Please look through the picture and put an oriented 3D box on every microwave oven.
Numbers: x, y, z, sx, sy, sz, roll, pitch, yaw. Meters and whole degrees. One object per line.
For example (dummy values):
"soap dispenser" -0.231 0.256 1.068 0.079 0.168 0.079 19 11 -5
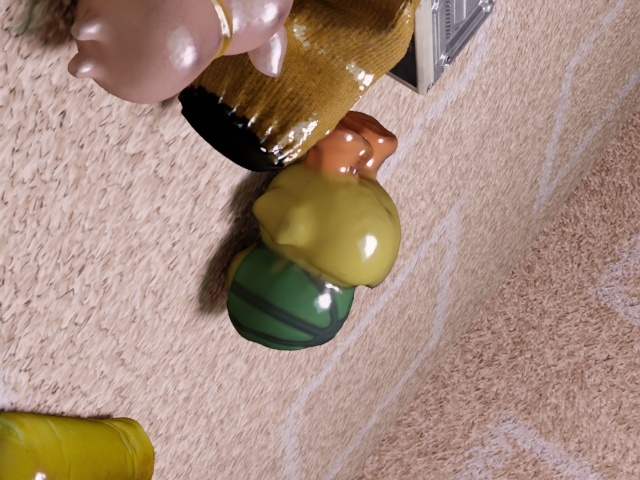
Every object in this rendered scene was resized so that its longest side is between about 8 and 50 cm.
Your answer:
"microwave oven" 0.125 -0.328 1.601 0.194 0.145 0.240 -49 159 -16

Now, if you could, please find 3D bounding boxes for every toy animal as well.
"toy animal" -0.127 -0.212 1.168 0.248 0.149 0.165 -29 162 -35
"toy animal" 0.002 0.003 1.729 0.216 0.191 0.338 -15 135 -64

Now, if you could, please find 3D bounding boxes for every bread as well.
"bread" -0.304 0.289 1.540 0.166 0.112 0.383 -58 162 0

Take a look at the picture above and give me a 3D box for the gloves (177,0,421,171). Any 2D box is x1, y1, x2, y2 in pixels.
"gloves" -0.005 -0.239 1.376 0.356 0.203 0.155 -53 -177 0
